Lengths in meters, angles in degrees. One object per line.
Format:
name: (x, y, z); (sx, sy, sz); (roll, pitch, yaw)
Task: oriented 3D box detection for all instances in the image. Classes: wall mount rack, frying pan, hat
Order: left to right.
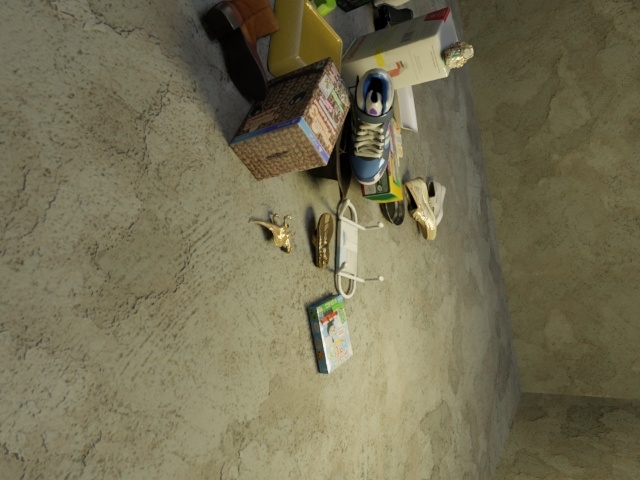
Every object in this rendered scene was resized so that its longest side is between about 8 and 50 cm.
hat: (0.023, -0.283, 1.496); (0.331, 0.134, 0.330); (3, 90, -82)
wall mount rack: (0.111, 0.013, 1.597); (0.304, 0.131, 0.349); (22, 65, -54)
frying pan: (0.271, -0.151, 1.939); (0.326, 0.053, 0.197); (-10, 93, -57)

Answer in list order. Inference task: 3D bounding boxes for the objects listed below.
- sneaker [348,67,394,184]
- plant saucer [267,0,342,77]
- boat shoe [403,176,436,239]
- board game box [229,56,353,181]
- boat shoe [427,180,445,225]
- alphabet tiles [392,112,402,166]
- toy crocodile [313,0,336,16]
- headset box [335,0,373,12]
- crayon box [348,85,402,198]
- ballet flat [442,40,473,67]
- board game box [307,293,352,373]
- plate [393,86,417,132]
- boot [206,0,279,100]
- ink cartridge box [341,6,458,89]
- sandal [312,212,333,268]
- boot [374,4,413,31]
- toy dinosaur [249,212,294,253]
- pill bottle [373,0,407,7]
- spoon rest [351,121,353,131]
sneaker: (0.141, -0.331, 1.375); (0.236, 0.130, 0.322); (-7, 108, -78)
plant saucer: (-0.025, -0.621, 1.564); (0.333, 0.081, 0.332); (27, 62, -52)
boat shoe: (0.453, -0.136, 2.184); (0.098, 0.109, 0.302); (-20, 104, -16)
board game box: (-0.072, -0.330, 1.298); (0.141, 0.232, 0.290); (51, 44, -37)
boat shoe: (0.553, -0.182, 2.343); (0.088, 0.096, 0.267); (28, 63, -19)
alphabet tiles: (0.297, -0.463, 2.069); (0.278, 0.021, 0.283); (2, 82, -57)
toy crocodile: (-0.036, -0.920, 1.571); (0.105, 0.115, 0.340); (-42, 119, -51)
headset box: (0.081, -1.030, 1.754); (0.283, 0.131, 0.246); (1, 83, -56)
crayon box: (0.198, -0.322, 1.648); (0.313, 0.106, 0.362); (-3, 85, -75)
ballet flat: (0.492, -0.649, 1.657); (0.241, 0.077, 0.091); (-49, 127, -51)
board game box: (0.034, 0.294, 1.513); (0.160, 0.039, 0.211); (-18, 100, -57)
plate: (0.377, -0.639, 2.182); (0.277, 0.045, 0.277); (-17, 98, -64)
boot: (-0.186, -0.558, 1.334); (0.264, 0.096, 0.280); (55, 34, -24)
ink cartridge box: (0.296, -0.699, 1.788); (0.160, 0.385, 0.279); (61, 39, -34)
sandal: (0.000, 0.000, 1.516); (0.072, 0.049, 0.179); (-4, 102, -51)
boot: (0.327, -0.927, 2.146); (0.207, 0.094, 0.246); (-21, 122, -40)
toy dinosaur: (-0.117, -0.031, 1.335); (0.183, 0.053, 0.092); (46, 49, -42)
pill bottle: (0.280, -1.207, 2.016); (0.210, 0.210, 0.362); (-21, 102, -56)
spoon rest: (0.136, -0.330, 1.746); (0.276, 0.084, 0.137); (53, 44, -36)
